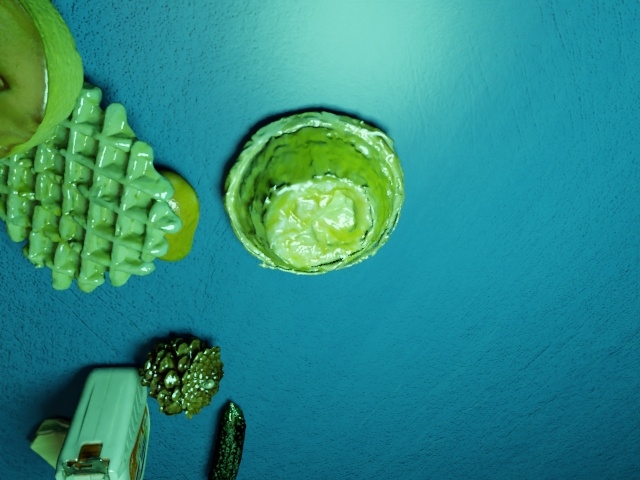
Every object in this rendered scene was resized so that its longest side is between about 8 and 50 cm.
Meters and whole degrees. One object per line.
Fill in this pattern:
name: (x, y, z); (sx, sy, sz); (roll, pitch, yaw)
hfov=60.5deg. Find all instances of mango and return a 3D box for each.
mango: (-0.258, -0.038, 0.898); (0.115, 0.089, 0.165); (7, 129, -22)

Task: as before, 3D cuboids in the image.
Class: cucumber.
cucumber: (-0.218, 0.487, 1.292); (0.072, 0.072, 0.300); (7, 125, -11)

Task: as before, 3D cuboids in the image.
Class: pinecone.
pinecone: (-0.276, 0.264, 1.079); (0.174, 0.173, 0.173); (-3, 126, -4)

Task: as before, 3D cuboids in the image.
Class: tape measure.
tape measure: (-0.423, 0.401, 1.091); (0.130, 0.258, 0.265); (0, 126, -8)

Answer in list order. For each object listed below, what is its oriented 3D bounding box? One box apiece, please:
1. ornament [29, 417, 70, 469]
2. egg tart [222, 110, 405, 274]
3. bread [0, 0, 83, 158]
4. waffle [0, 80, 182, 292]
ornament: (-0.573, 0.497, 1.277); (0.201, 0.059, 0.180); (29, 120, -21)
egg tart: (-0.003, -0.055, 0.886); (0.315, 0.120, 0.315); (-4, 122, -6)
bread: (-0.435, -0.221, 0.673); (0.270, 0.148, 0.269); (3, 110, 9)
waffle: (-0.363, -0.069, 0.821); (0.292, 0.056, 0.309); (-19, 104, 19)
